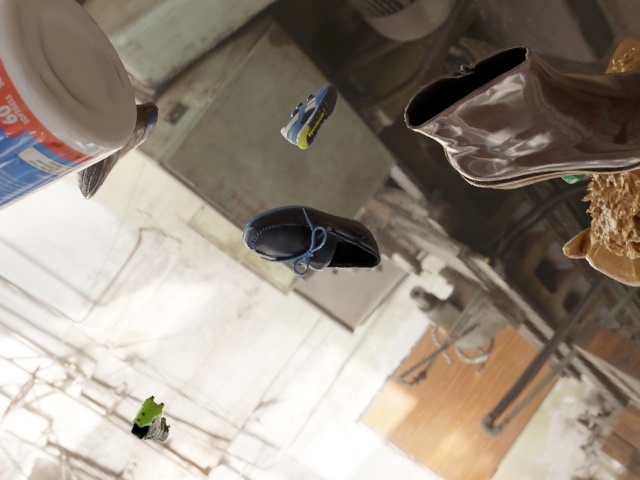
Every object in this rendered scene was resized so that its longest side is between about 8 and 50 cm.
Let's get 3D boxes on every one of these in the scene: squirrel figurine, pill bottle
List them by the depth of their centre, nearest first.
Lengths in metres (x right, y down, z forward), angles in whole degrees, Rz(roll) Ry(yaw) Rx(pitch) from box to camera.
[{"bbox_3d":[-0.252,-0.076,0.528,0.124,0.222,0.124,53,-157,-34],"label":"pill bottle"},{"bbox_3d":[0.496,-0.096,1.156,0.281,0.370,0.397,31,-153,30],"label":"squirrel figurine"}]

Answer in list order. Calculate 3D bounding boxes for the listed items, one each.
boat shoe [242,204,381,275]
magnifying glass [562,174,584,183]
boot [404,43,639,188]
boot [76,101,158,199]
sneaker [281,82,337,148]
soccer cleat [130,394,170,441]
[{"bbox_3d":[0.000,0.000,1.233,0.258,0.109,0.089,-2,-140,-35],"label":"boat shoe"},{"bbox_3d":[0.405,-0.207,1.356,0.092,0.026,0.231,-21,-97,-49],"label":"magnifying glass"},{"bbox_3d":[0.222,-0.119,0.674,0.207,0.248,0.090,22,-129,-55],"label":"boot"},{"bbox_3d":[-0.347,-0.152,1.292,0.082,0.106,0.219,54,138,16],"label":"boot"},{"bbox_3d":[-0.020,-0.239,1.406,0.059,0.144,0.053,24,159,30],"label":"sneaker"},{"bbox_3d":[-0.341,0.368,1.499,0.060,0.072,0.179,31,149,15],"label":"soccer cleat"}]
